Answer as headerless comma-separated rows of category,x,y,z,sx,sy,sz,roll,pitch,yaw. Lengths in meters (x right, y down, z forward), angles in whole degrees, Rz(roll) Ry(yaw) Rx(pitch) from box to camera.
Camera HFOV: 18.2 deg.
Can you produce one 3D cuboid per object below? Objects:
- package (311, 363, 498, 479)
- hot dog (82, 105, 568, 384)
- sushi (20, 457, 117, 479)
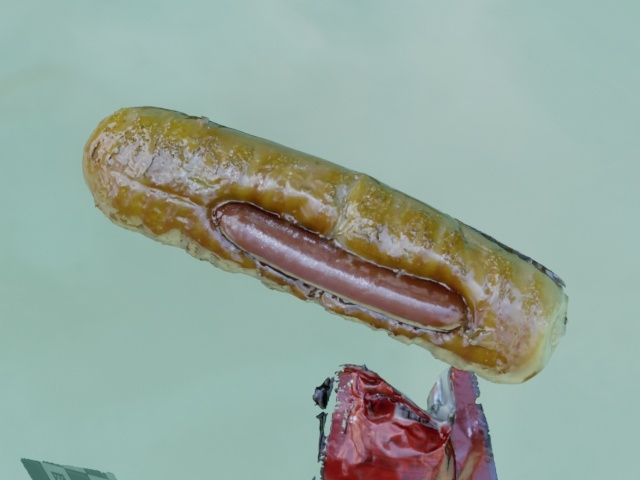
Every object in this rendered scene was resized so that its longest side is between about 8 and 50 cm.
package,0.081,0.233,1.833,0.194,0.071,0.269,-1,103,-1
hot dog,0.000,0.000,0.826,0.215,0.047,0.066,24,118,5
sushi,-0.207,0.315,1.926,0.050,0.192,0.215,-41,68,10
